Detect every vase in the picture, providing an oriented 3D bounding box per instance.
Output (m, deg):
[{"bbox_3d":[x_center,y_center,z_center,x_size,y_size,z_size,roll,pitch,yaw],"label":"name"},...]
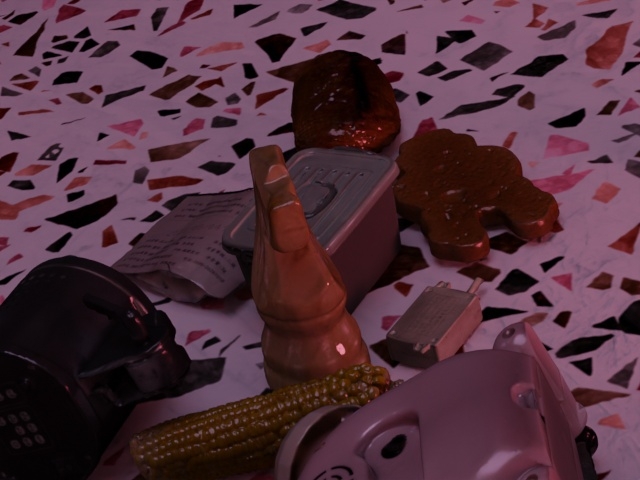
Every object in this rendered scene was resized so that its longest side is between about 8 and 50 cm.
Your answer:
[{"bbox_3d":[0.270,0.259,1.836,0.059,0.059,0.167,-13,32,5],"label":"vase"}]

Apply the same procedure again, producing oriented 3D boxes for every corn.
[{"bbox_3d":[-0.056,0.212,2.019,0.320,0.097,0.097,-15,32,5],"label":"corn"}]

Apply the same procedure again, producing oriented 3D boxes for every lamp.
[{"bbox_3d":[-0.316,0.155,2.111,0.374,0.205,0.272,-23,21,13],"label":"lamp"}]

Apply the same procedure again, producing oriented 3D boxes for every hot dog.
[{"bbox_3d":[0.031,-0.183,2.572,0.160,0.099,0.227,-10,34,9],"label":"hot dog"}]

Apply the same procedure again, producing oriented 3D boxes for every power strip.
[{"bbox_3d":[0.149,0.092,2.156,0.075,0.042,0.175,10,39,35],"label":"power strip"}]

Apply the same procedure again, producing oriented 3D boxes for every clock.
[{"bbox_3d":[0.102,0.262,1.773,0.326,0.184,0.342,-27,24,17],"label":"clock"}]

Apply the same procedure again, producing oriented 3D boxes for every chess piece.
[{"bbox_3d":[-0.030,0.037,2.080,0.137,0.301,0.137,-9,32,6],"label":"chess piece"}]

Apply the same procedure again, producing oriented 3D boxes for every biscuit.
[{"bbox_3d":[0.191,-0.063,2.374,0.186,0.044,0.295,-17,33,-8],"label":"biscuit"}]

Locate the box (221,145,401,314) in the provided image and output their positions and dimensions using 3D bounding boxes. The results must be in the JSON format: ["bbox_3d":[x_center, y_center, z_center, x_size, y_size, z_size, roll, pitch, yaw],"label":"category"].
[{"bbox_3d":[0.000,0.000,2.277,0.163,0.135,0.243,7,38,30],"label":"box"}]

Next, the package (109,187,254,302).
[{"bbox_3d":[-0.156,-0.002,2.419,0.251,0.062,0.204,11,40,41],"label":"package"}]
